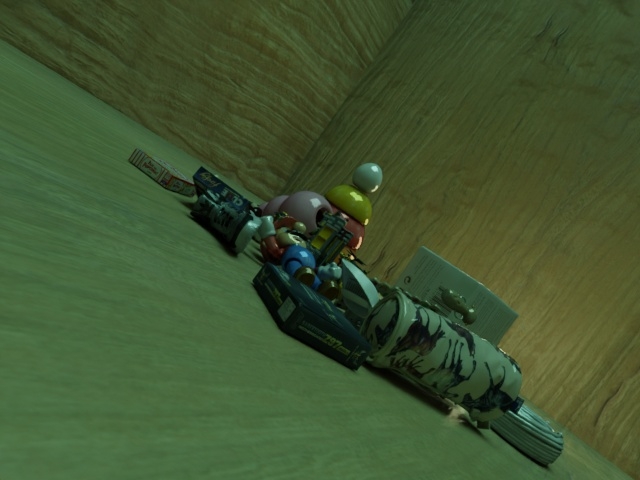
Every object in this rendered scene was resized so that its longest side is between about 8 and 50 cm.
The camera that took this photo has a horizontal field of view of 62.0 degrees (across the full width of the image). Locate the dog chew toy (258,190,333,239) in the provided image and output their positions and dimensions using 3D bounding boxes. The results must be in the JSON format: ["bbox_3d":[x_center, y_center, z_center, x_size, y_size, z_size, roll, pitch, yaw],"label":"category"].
[{"bbox_3d":[-0.115,-0.076,1.936,0.332,0.206,0.207,2,-21,39],"label":"dog chew toy"}]

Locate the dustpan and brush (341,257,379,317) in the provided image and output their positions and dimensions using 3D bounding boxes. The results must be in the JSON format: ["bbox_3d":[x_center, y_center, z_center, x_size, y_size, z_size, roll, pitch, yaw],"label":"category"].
[{"bbox_3d":[0.113,0.151,1.303,0.211,0.060,0.147,29,-40,33],"label":"dustpan and brush"}]

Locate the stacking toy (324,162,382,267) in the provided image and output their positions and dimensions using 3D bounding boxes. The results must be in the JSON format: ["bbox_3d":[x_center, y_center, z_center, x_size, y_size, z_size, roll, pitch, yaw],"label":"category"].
[{"bbox_3d":[0.092,-0.101,2.137,0.351,0.479,0.350,36,2,-2],"label":"stacking toy"}]

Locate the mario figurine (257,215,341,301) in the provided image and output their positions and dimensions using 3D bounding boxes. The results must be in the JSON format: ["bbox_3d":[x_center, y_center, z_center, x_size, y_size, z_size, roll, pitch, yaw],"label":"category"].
[{"bbox_3d":[-0.055,0.024,1.386,0.320,0.170,0.198,-129,-160,-52],"label":"mario figurine"}]

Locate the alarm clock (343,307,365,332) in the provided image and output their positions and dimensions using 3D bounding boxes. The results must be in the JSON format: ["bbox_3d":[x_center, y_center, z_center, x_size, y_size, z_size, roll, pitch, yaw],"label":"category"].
[{"bbox_3d":[0.118,0.219,1.418,0.129,0.064,0.192,37,6,20],"label":"alarm clock"}]

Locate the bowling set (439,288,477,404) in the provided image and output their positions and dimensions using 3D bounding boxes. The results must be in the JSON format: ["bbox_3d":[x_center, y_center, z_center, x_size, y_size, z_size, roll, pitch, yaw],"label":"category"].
[{"bbox_3d":[0.301,0.283,1.429,0.154,0.287,0.200,41,-33,-20],"label":"bowling set"}]

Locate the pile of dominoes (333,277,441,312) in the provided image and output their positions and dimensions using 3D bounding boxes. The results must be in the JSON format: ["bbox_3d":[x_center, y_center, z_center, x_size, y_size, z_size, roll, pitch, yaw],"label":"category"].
[{"bbox_3d":[0.184,0.199,1.495,0.251,0.196,0.040,25,50,-13],"label":"pile of dominoes"}]

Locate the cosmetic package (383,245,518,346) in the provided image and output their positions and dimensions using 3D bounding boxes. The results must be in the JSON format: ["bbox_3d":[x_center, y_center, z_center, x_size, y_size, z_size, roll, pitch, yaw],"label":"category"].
[{"bbox_3d":[0.513,0.291,2.152,0.394,0.329,0.327,34,2,-43],"label":"cosmetic package"}]

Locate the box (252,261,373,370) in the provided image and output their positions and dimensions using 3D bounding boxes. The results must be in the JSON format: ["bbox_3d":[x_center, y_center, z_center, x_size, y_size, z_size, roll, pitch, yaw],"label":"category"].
[{"bbox_3d":[-0.022,0.140,1.038,0.183,0.059,0.233,35,3,-26],"label":"box"}]

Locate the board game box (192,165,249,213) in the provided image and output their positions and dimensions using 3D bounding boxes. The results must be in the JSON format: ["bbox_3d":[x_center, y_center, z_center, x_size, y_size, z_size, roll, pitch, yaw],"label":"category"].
[{"bbox_3d":[-0.288,-0.113,1.561,0.165,0.042,0.243,35,-16,1],"label":"board game box"}]

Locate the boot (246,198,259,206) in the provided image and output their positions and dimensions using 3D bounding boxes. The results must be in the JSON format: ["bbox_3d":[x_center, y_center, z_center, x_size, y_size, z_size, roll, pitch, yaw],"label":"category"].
[{"bbox_3d":[-0.295,-0.127,2.155,0.247,0.083,0.161,36,-3,-25],"label":"boot"}]

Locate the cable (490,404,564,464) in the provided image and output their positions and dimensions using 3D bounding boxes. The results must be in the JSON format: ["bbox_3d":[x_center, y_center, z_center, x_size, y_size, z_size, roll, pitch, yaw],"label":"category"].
[{"bbox_3d":[0.534,0.495,1.451,0.257,0.089,0.257,36,3,22],"label":"cable"}]

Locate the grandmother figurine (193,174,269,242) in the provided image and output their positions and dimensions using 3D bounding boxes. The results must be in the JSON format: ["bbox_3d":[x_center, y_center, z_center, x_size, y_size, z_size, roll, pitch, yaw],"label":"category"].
[{"bbox_3d":[-0.281,-0.106,1.815,0.342,0.104,0.208,40,32,27],"label":"grandmother figurine"}]

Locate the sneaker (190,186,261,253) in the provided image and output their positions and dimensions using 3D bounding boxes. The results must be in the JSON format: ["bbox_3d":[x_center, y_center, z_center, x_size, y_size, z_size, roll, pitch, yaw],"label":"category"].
[{"bbox_3d":[-0.242,-0.053,1.320,0.153,0.101,0.268,34,-3,-16],"label":"sneaker"}]

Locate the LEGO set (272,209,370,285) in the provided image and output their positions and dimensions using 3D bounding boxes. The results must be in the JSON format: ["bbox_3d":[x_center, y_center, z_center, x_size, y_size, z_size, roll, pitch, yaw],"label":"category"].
[{"bbox_3d":[0.000,0.000,1.662,0.255,0.192,0.331,31,-13,40],"label":"LEGO set"}]

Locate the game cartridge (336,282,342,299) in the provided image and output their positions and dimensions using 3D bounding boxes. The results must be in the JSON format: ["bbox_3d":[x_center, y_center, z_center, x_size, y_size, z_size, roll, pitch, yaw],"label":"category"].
[{"bbox_3d":[0.171,0.240,1.779,0.285,0.052,0.324,34,4,-27],"label":"game cartridge"}]

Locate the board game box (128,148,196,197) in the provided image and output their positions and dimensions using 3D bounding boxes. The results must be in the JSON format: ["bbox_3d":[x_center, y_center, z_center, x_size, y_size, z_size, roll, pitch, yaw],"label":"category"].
[{"bbox_3d":[-0.464,-0.199,1.601,0.147,0.045,0.193,36,3,9],"label":"board game box"}]

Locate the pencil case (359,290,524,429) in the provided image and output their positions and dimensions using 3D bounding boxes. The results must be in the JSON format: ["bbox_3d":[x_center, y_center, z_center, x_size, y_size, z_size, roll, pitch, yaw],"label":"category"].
[{"bbox_3d":[0.265,0.267,1.184,0.411,0.183,0.160,31,-32,-23],"label":"pencil case"}]
